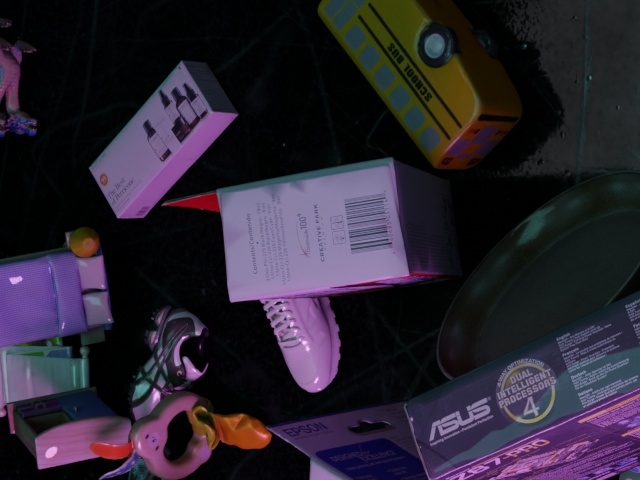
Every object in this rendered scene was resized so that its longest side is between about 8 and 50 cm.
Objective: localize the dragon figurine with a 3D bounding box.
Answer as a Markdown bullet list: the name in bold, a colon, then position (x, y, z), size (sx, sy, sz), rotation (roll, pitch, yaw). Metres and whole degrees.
- **dragon figurine**: position (-0.538, -0.280, 2.177), size (0.289, 0.085, 0.144), rotation (43, 115, 27)

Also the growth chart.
- **growth chart**: position (-0.442, 0.216, 2.160), size (0.237, 0.021, 0.172), rotation (6, 94, 37)

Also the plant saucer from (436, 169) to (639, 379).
- **plant saucer**: position (0.258, 0.050, 1.494), size (0.310, 0.310, 0.050), rotation (-34, 109, 33)

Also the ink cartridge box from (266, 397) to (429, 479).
- **ink cartridge box**: position (0.134, 0.287, 1.548), size (0.307, 0.304, 0.072), rotation (25, 105, 35)

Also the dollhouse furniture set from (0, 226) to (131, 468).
- **dollhouse furniture set**: position (-0.419, 0.149, 1.938), size (0.198, 0.286, 0.303), rotation (-164, 67, -65)

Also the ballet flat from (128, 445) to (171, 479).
- **ballet flat**: position (-0.255, 0.380, 1.999), size (0.070, 0.070, 0.188), rotation (20, 107, 35)

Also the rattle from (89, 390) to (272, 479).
- **rattle**: position (-0.190, 0.285, 1.857), size (0.143, 0.200, 0.130), rotation (31, 109, 33)

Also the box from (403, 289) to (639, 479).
- **box**: position (0.328, 0.140, 1.350), size (0.395, 0.318, 0.097), rotation (-30, 66, 26)

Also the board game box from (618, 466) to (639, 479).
- **board game box**: position (0.428, 0.371, 1.433), size (0.317, 0.046, 0.213), rotation (22, 104, 52)

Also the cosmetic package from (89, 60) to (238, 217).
- **cosmetic package**: position (-0.228, -0.142, 1.961), size (0.239, 0.060, 0.099), rotation (-44, 65, 29)

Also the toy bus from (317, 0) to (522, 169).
- **toy bus**: position (0.108, -0.251, 1.674), size (0.130, 0.108, 0.332), rotation (-48, 65, 30)

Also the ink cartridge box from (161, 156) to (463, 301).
- **ink cartridge box**: position (0.000, 0.000, 1.592), size (0.272, 0.309, 0.130), rotation (-9, 86, 17)

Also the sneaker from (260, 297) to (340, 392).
- **sneaker**: position (-0.041, 0.087, 1.806), size (0.090, 0.095, 0.235), rotation (-16, 83, 35)

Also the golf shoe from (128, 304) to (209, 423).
- **golf shoe**: position (-0.212, 0.195, 1.950), size (0.094, 0.077, 0.198), rotation (21, 105, 35)
